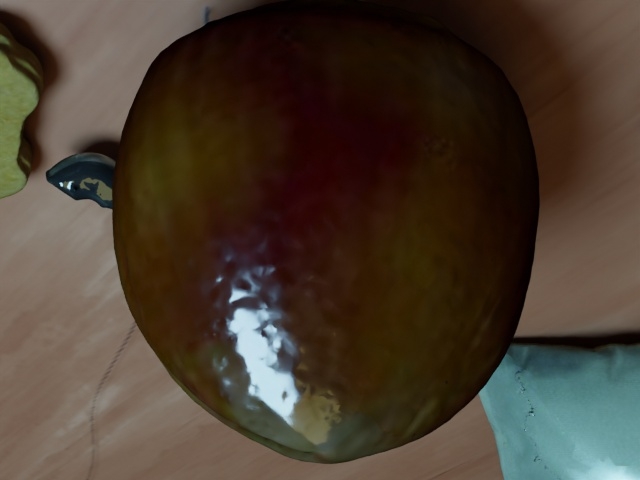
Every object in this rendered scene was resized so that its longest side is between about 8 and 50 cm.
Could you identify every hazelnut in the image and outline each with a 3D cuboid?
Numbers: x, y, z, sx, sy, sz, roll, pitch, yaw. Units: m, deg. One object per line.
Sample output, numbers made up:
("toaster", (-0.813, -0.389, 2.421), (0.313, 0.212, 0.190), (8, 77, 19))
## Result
("hazelnut", (0.000, 0.000, 0.438), (0.208, 0.208, 0.208), (3, 134, 3))

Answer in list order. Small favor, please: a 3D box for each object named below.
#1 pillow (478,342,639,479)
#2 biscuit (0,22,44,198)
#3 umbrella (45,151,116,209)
("pillow", (0.255, 0.195, 0.590), (0.310, 0.119, 0.312), (-6, 98, 23))
("biscuit", (-0.258, -0.075, 0.492), (0.225, 0.036, 0.166), (12, 140, -15))
("umbrella", (-0.045, 0.026, 0.565), (0.071, 0.071, 0.248), (-32, 121, 32))
